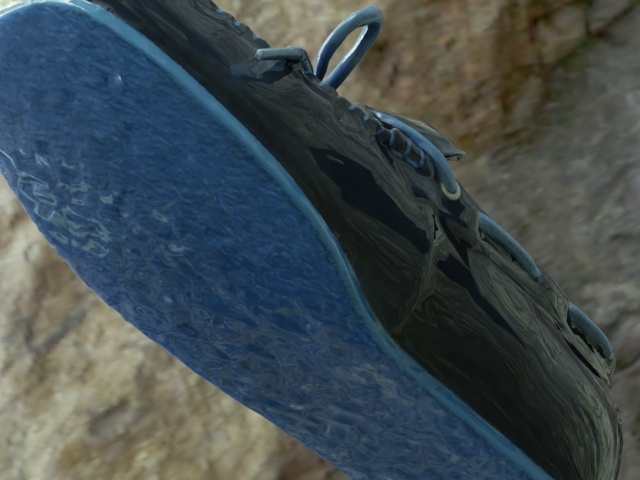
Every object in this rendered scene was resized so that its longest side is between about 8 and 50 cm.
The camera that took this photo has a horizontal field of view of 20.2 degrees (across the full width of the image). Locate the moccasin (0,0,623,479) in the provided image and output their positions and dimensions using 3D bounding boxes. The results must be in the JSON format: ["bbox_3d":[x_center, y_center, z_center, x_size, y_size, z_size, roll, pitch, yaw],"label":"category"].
[{"bbox_3d":[0.000,0.000,0.704,0.138,0.116,0.342,-10,-44,37],"label":"moccasin"}]
